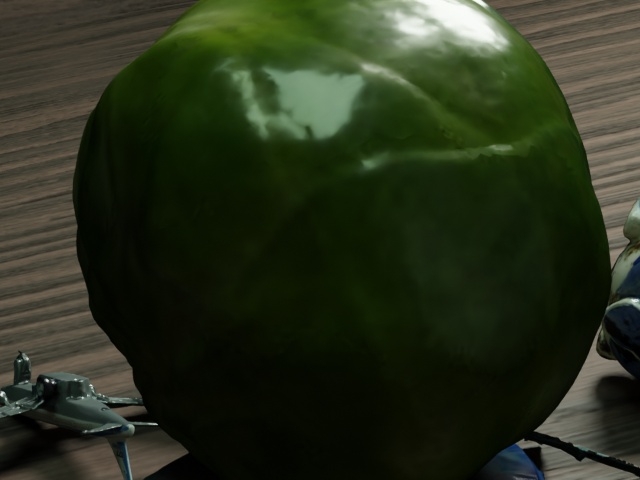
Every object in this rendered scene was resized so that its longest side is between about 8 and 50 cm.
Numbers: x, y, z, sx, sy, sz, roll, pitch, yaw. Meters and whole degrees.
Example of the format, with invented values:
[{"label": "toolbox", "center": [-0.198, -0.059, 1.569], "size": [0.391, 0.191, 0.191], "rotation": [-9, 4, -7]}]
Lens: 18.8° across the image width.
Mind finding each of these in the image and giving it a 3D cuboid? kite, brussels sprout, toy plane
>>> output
[{"label": "kite", "center": [0.152, 0.133, 1.236], "size": [0.335, 0.011, 0.314], "rotation": [18, -4, 5]}, {"label": "brussels sprout", "center": [0.002, -0.005, 1.081], "size": [0.281, 0.289, 0.355], "rotation": [-31, 6, -25]}, {"label": "toy plane", "center": [-0.195, 0.130, 1.491], "size": [0.226, 0.058, 0.226], "rotation": [-2, 14, -34]}]

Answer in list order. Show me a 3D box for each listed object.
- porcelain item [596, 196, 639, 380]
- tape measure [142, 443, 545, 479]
[{"label": "porcelain item", "center": [0.327, 0.033, 1.479], "size": [0.186, 0.138, 0.288], "rotation": [20, 25, 20]}, {"label": "tape measure", "center": [0.008, 0.207, 1.095], "size": [0.259, 0.138, 0.262], "rotation": [9, 26, 35]}]
